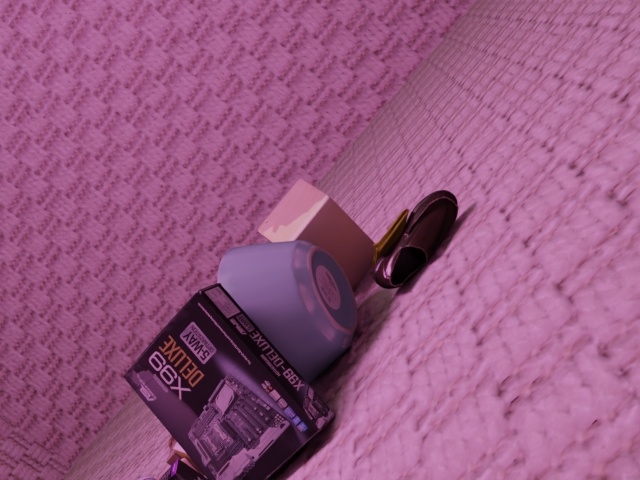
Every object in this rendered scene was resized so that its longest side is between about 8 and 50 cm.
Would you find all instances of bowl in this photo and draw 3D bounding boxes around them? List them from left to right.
[{"bbox_3d":[-0.040,0.124,1.408,0.163,0.312,0.311,-25,19,21],"label":"bowl"}]

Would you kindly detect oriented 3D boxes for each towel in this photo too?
[{"bbox_3d":[0.136,0.008,1.474,0.102,0.021,0.237,-54,-11,-11],"label":"towel"}]

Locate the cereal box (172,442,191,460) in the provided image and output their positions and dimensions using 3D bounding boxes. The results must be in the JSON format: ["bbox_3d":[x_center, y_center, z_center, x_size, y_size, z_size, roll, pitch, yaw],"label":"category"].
[{"bbox_3d":[-0.194,0.378,1.596,0.173,0.047,0.240,-2,44,45],"label":"cereal box"}]

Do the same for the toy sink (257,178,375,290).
[{"bbox_3d":[0.000,0.000,1.636,0.153,0.234,0.131,-51,42,-3],"label":"toy sink"}]

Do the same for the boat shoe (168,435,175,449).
[{"bbox_3d":[-0.333,0.476,1.976,0.073,0.073,0.207,-37,23,48],"label":"boat shoe"}]

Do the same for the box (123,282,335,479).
[{"bbox_3d":[-0.164,0.265,1.267,0.242,0.307,0.076,-46,-10,23],"label":"box"}]

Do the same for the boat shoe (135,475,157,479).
[{"bbox_3d":[-0.404,0.641,1.555,0.105,0.113,0.306,-32,22,43],"label":"boat shoe"}]

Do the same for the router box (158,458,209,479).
[{"bbox_3d":[-0.191,0.440,1.125,0.133,0.179,0.046,-48,12,8],"label":"router box"}]

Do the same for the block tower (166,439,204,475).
[{"bbox_3d":[-0.286,0.448,1.796,0.091,0.097,0.335,-48,12,10],"label":"block tower"}]

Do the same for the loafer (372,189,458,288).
[{"bbox_3d":[0.188,0.007,1.360,0.220,0.080,0.078,-55,19,4],"label":"loafer"}]

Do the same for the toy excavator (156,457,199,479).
[{"bbox_3d":[-0.318,0.558,1.328,0.445,0.222,0.433,-41,0,-39],"label":"toy excavator"}]
